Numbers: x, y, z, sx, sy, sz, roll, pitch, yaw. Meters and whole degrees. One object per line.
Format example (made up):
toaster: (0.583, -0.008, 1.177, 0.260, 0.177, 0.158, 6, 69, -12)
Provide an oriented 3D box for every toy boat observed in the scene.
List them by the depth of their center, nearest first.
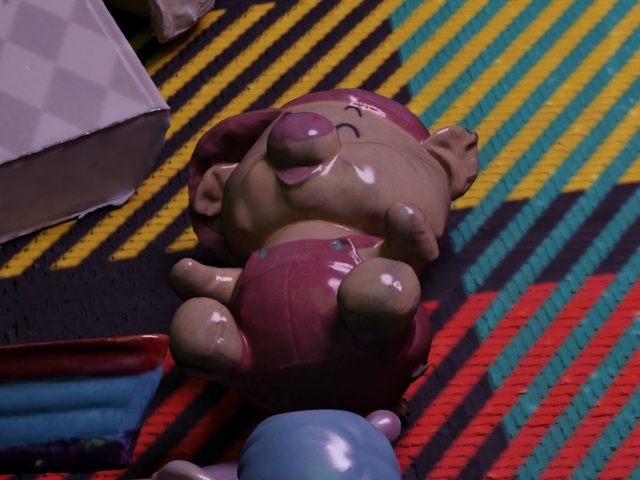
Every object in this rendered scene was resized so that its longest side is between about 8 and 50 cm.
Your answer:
toy boat: (-0.272, 0.105, 0.995, 0.392, 0.136, 0.079, -4, 77, 20)

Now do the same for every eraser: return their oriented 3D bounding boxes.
eraser: (-0.283, -0.161, 1.286, 0.213, 0.082, 0.397, -20, 49, -15)

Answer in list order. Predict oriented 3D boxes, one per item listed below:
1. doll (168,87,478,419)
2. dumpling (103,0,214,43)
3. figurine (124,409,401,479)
doll: (0.001, -0.003, 1.072, 0.196, 0.152, 0.256, 12, 44, -2)
dumpling: (-0.147, -0.276, 1.325, 0.142, 0.172, 0.247, -18, 46, 15)
figurine: (-0.068, 0.186, 0.936, 0.260, 0.103, 0.205, -14, 45, 5)
